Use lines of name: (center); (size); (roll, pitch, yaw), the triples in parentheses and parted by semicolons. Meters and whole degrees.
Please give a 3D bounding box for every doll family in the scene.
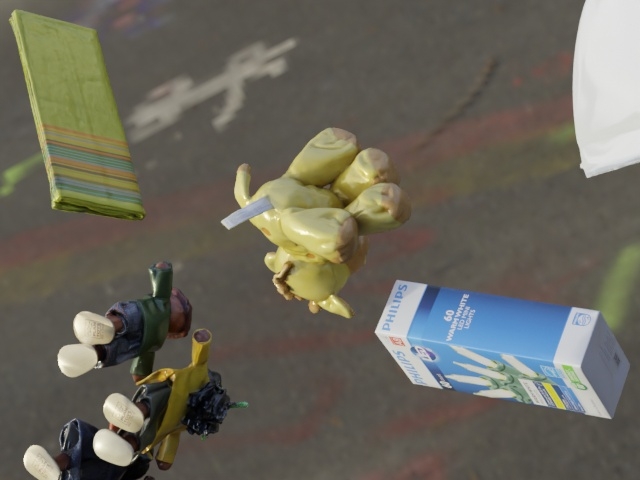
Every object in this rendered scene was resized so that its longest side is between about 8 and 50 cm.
doll family: (-0.093, 0.109, 1.011); (0.076, 0.193, 0.111); (29, 19, 18)

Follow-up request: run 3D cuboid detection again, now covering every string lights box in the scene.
string lights box: (0.210, 0.124, 2.243); (0.260, 0.133, 0.077); (8, 63, 31)

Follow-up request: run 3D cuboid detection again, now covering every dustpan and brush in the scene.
dustpan and brush: (0.204, -0.155, 1.166); (0.060, 0.211, 0.147); (-6, -6, -34)

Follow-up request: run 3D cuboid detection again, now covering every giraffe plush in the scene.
giraffe plush: (0.000, 0.000, 2.242); (0.210, 0.170, 0.181); (-17, 45, -5)

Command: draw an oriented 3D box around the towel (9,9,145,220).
towel: (-0.237, -0.121, 1.889); (0.021, 0.102, 0.237); (-43, 50, 35)
